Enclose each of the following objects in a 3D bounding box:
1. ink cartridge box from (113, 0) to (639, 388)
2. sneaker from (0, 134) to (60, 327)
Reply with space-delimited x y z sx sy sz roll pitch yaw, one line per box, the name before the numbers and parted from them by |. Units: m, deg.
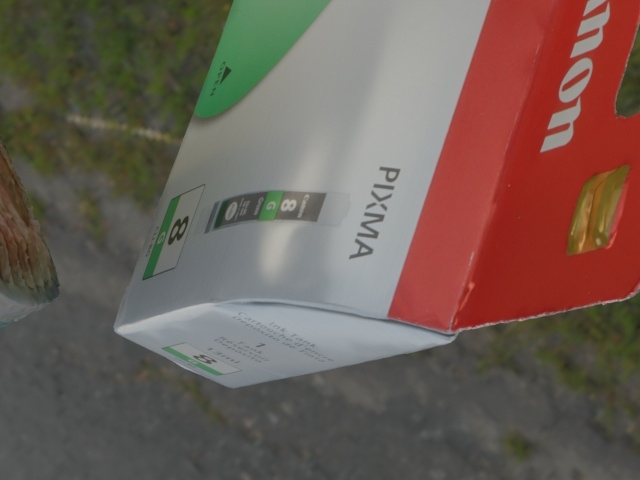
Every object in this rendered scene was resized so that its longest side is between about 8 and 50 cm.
ink cartridge box | 0.028 -0.057 0.508 0.056 0.181 0.224 26 160 -19
sneaker | -0.176 -0.012 0.483 0.108 0.121 0.302 67 -169 12
